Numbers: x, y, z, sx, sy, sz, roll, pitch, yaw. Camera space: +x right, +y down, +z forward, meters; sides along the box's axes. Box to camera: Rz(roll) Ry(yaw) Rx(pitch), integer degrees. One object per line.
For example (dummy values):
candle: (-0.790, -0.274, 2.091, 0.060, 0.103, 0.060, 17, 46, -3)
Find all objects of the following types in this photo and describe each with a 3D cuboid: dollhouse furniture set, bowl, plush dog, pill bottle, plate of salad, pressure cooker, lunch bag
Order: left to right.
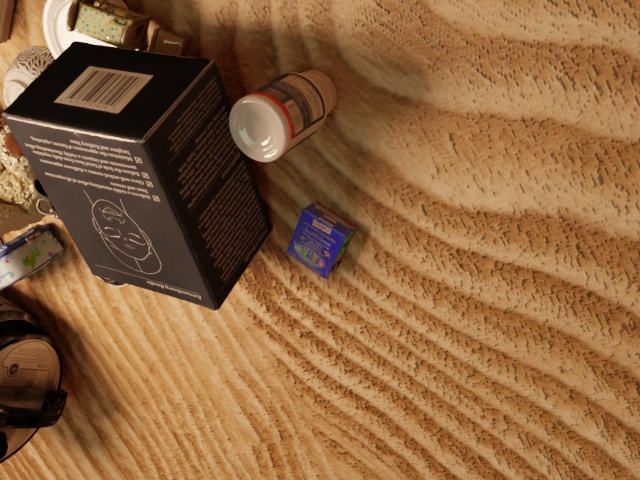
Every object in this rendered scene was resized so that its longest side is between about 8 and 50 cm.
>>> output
pressure cooker: (-0.796, 0.316, 2.152, 0.421, 0.370, 0.375, 25, 133, 25)
lunch bag: (-0.677, 0.053, 2.051, 0.219, 0.176, 0.090, -23, 102, 40)
plush dog: (-0.642, -0.134, 1.948, 0.225, 0.211, 0.262, 36, 102, 29)
bowl: (-0.562, -0.286, 1.844, 0.170, 0.080, 0.170, 16, 124, 25)
plate of salad: (-0.413, -0.376, 1.716, 0.200, 0.048, 0.199, 10, 121, 17)
dollhouse furniture set: (-0.312, -0.401, 1.587, 0.182, 0.101, 0.160, 21, 112, 5)
pill bottle: (-0.052, -0.204, 1.489, 0.108, 0.180, 0.107, 16, 123, 26)

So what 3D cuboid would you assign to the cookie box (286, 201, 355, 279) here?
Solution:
cookie box: (0.000, 0.000, 1.666, 0.092, 0.040, 0.107, 34, 130, 13)

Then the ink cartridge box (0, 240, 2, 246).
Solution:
ink cartridge box: (-0.910, -0.054, 2.173, 0.308, 0.129, 0.223, -1, 116, 33)

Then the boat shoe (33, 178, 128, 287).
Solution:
boat shoe: (-0.462, -0.097, 1.817, 0.187, 0.156, 0.500, 20, 135, 26)

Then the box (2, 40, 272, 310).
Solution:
box: (-0.294, -0.108, 1.612, 0.294, 0.212, 0.395, 13, 141, 26)

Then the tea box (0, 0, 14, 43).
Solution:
tea box: (-0.735, -0.544, 1.715, 0.324, 0.220, 0.329, 38, 131, 11)
